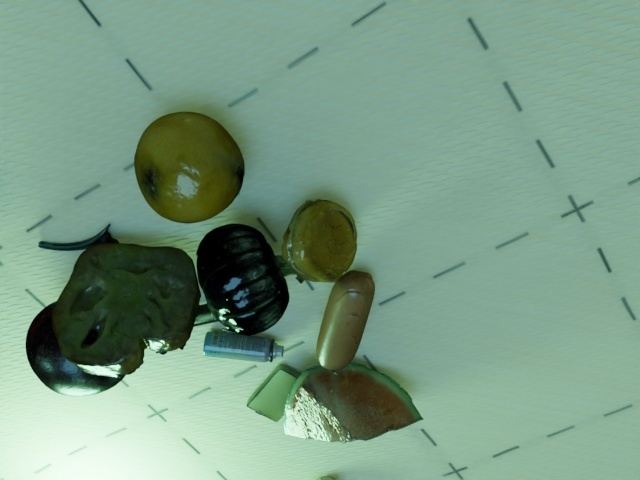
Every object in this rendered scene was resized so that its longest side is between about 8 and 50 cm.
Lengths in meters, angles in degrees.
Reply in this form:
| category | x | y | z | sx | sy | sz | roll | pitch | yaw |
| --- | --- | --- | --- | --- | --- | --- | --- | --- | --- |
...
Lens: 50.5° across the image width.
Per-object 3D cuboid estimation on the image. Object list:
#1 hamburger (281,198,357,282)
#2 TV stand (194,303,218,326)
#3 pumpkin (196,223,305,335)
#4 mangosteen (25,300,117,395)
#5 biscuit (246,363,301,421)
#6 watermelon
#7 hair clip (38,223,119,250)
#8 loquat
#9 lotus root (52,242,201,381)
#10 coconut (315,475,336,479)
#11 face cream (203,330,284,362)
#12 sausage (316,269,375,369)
| category | x | y | z | sx | sy | sz | roll | pitch | yaw |
| --- | --- | --- | --- | --- | --- | --- | --- | --- | --- |
| hamburger | -0.001 | -0.001 | 1.702 | 0.108 | 0.214 | 0.213 | 4 | 131 | 48 |
| TV stand | -0.293 | 0.202 | 1.932 | 0.257 | 0.049 | 0.040 | -13 | 120 | 11 |
| pumpkin | -0.173 | 0.085 | 1.729 | 0.296 | 0.296 | 0.295 | 2 | 121 | 3 |
| mangosteen | -0.653 | 0.274 | 1.865 | 0.300 | 0.300 | 0.300 | 2 | 121 | 3 |
| biscuit | -0.129 | 0.469 | 2.082 | 0.121 | 0.040 | 0.199 | 31 | 118 | -18 |
| watermelon | 0.079 | 0.454 | 1.981 | 0.319 | 0.292 | 0.222 | -11 | 92 | 54 |
| hair clip | -0.665 | 0.008 | 1.852 | 0.230 | 0.039 | 0.070 | -11 | 121 | 12 |
| loquat | -0.313 | -0.171 | 1.597 | 0.263 | 0.263 | 0.263 | 2 | 121 | 3 |
| lotus root | -0.497 | 0.157 | 1.739 | 0.390 | 0.375 | 0.111 | -36 | 151 | -18 |
| coconut | 0.019 | 0.839 | 2.253 | 0.110 | 0.110 | 0.124 | 35 | 124 | -16 |
| face cream | -0.222 | 0.313 | 1.976 | 0.229 | 0.075 | 0.075 | 6 | 121 | 2 |
| sausage | 0.068 | 0.215 | 1.870 | 0.121 | 0.121 | 0.304 | 13 | 121 | -3 |
